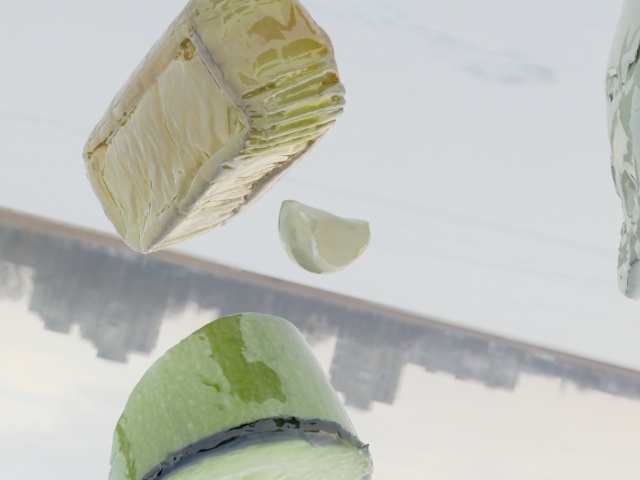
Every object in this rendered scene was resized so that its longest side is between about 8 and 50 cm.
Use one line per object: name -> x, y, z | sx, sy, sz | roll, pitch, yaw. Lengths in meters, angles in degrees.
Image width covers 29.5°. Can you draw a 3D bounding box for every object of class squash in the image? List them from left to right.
squash -> -0.077, 0.176, 0.948 | 0.220, 0.220, 0.133 | 16, -152, -43

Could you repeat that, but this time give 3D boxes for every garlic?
garlic -> 0.000, 0.000, 0.924 | 0.083, 0.053, 0.041 | 9, -172, -37

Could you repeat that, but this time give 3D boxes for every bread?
bread -> -0.096, -0.102, 1.010 | 0.119, 0.152, 0.288 | -25, 171, -37

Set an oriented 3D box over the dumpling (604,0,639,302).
dumpling -> 0.288, -0.101, 0.712 | 0.243, 0.318, 0.187 | 10, -171, -5
